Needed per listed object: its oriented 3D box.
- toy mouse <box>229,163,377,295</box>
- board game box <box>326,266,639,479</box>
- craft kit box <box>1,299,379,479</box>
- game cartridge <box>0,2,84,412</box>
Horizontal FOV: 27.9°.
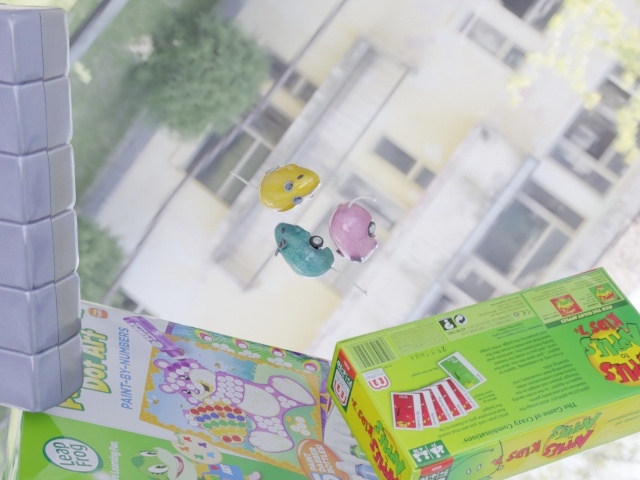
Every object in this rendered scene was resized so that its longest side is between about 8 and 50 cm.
[{"bbox_3d":[0.000,0.000,1.107,0.161,0.143,0.031,-4,-146,45],"label":"toy mouse"},{"bbox_3d":[0.105,0.080,0.722,0.181,0.092,0.043,-14,140,-23],"label":"board game box"},{"bbox_3d":[-0.070,0.131,0.802,0.250,0.246,0.061,-114,-141,-65],"label":"craft kit box"},{"bbox_3d":[-0.299,-0.034,0.757,0.068,0.355,0.230,-23,118,-61],"label":"game cartridge"}]
